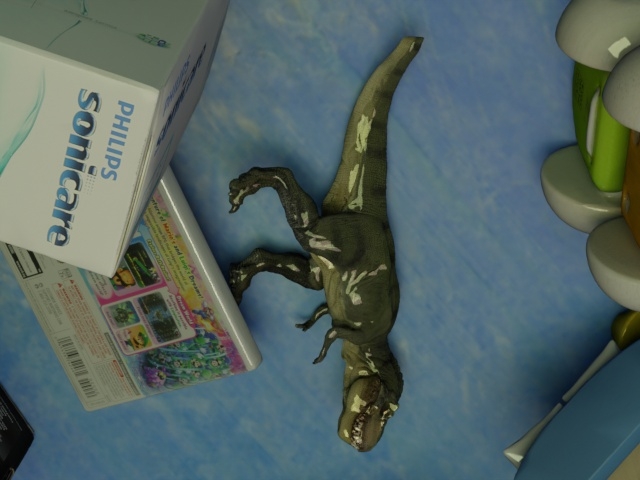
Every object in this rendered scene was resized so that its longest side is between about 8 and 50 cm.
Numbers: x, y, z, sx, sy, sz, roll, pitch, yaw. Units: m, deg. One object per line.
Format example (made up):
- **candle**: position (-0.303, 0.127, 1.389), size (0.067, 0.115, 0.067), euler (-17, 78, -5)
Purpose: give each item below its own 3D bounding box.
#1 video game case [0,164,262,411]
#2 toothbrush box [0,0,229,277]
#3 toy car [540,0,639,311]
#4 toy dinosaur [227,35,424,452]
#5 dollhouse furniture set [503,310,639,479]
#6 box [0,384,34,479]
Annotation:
- **video game case**: position (-0.130, 0.029, 0.991), size (0.143, 0.019, 0.157), euler (-17, 107, 29)
- **toothbrush box**: position (-0.214, -0.127, 0.855), size (0.295, 0.216, 0.126), euler (17, 123, -2)
- **toy car**: position (0.211, -0.059, 0.881), size (0.136, 0.182, 0.159), euler (-7, 125, -10)
- **toy dinosaur**: position (0.000, 0.000, 0.974), size (0.118, 0.064, 0.268), euler (2, 106, 0)
- **dollhouse furniture set**: position (0.159, 0.219, 1.028), size (0.303, 0.198, 0.286), euler (-45, 125, -14)
- **box**: position (-0.307, 0.076, 0.897), size (0.073, 0.293, 0.295), euler (-28, 104, 13)
